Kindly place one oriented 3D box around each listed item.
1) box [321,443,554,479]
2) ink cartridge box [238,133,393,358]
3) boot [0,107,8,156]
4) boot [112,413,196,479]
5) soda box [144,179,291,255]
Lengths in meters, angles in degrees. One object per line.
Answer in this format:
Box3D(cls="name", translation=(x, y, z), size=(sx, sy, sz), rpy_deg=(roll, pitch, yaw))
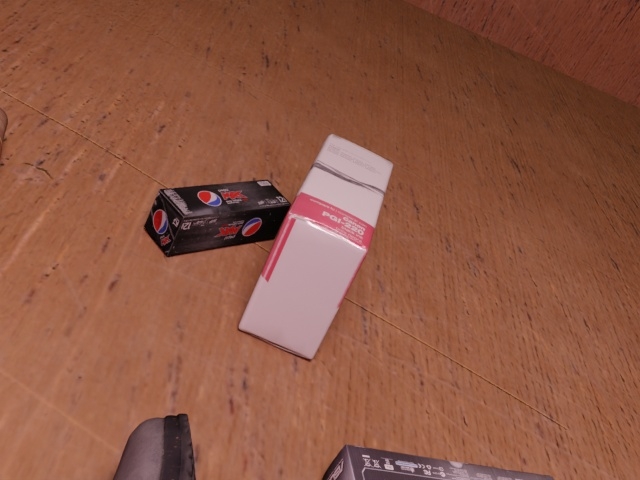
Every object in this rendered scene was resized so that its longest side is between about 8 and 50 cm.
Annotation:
Box3D(cls="box", translation=(0.127, 0.274, 0.675), size=(0.231, 0.056, 0.183), rpy_deg=(14, 34, -22))
Box3D(cls="ink cartridge box", translation=(0.000, 0.000, 0.890), size=(0.092, 0.159, 0.218), rpy_deg=(24, 31, -3))
Box3D(cls="boot", translation=(-0.428, -0.114, 0.817), size=(0.197, 0.073, 0.152), rpy_deg=(15, 36, -15))
Box3D(cls="boot", translation=(-0.186, 0.216, 0.431), size=(0.222, 0.118, 0.338), rpy_deg=(2, 27, -1))
Box3D(cls="soda box", translation=(-0.117, -0.029, 0.940), size=(0.169, 0.060, 0.053), rpy_deg=(-9, 47, -47))
